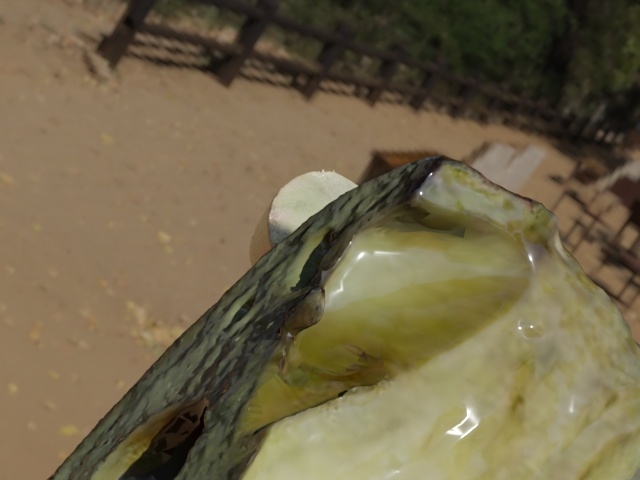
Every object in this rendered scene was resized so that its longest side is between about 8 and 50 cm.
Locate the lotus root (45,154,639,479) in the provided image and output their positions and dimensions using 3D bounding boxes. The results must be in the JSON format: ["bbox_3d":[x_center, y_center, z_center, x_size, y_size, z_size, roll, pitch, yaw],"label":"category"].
[{"bbox_3d":[-0.012,0.134,0.499,0.210,0.314,0.142,53,-26,-6],"label":"lotus root"}]

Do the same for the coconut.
[{"bbox_3d":[0.000,0.000,1.282,0.116,0.116,0.122,32,-27,-8],"label":"coconut"}]
